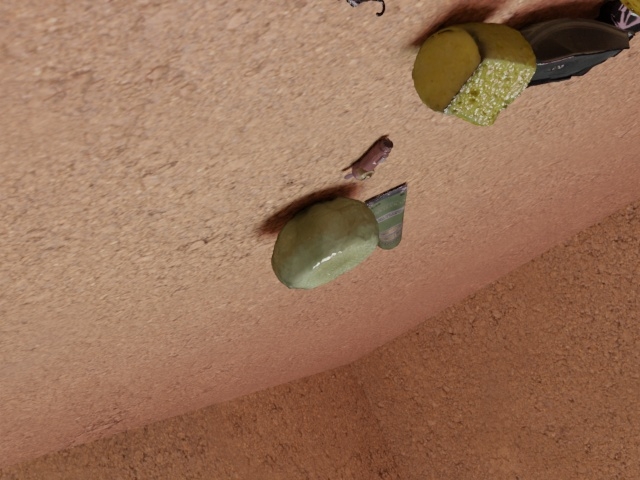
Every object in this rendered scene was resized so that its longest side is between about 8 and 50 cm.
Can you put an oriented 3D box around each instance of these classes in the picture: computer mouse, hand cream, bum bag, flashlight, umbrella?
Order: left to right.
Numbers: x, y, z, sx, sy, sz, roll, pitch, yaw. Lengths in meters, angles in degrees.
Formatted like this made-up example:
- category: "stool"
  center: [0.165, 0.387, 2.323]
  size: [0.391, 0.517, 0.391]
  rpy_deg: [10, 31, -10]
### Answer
- category: "umbrella"
  center: [0.016, -0.245, 0.959]
  size: [0.022, 0.022, 0.149]
  rpy_deg: [12, -174, 42]
- category: "flashlight"
  center: [0.080, -0.121, 1.504]
  size: [0.052, 0.031, 0.110]
  rpy_deg: [-16, 164, -34]
- category: "hand cream"
  center: [0.127, -0.040, 1.869]
  size: [0.086, 0.055, 0.235]
  rpy_deg: [-27, 160, -7]
- category: "computer mouse"
  center: [0.319, -0.262, 1.316]
  size: [0.231, 0.071, 0.126]
  rpy_deg: [-14, 174, -30]
- category: "bum bag"
  center: [0.402, -0.294, 1.407]
  size: [0.087, 0.049, 0.198]
  rpy_deg: [6, 156, -28]

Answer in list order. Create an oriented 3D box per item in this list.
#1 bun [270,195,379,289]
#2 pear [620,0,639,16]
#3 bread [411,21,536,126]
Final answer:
- category: "bun"
  center: [0.000, 0.000, 1.637]
  size: [0.195, 0.118, 0.195]
  rpy_deg: [-30, 169, -7]
- category: "pear"
  center: [0.386, -0.316, 1.038]
  size: [0.178, 0.178, 0.178]
  rpy_deg: [-24, 167, -6]
- category: "bread"
  center: [0.183, -0.209, 1.192]
  size: [0.114, 0.111, 0.129]
  rpy_deg: [-4, 134, -48]
